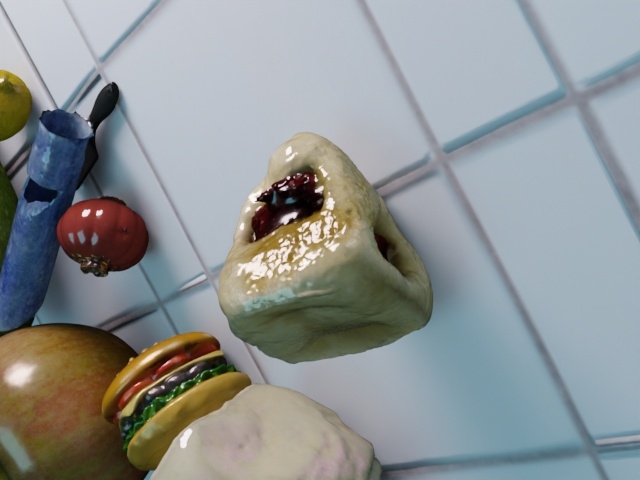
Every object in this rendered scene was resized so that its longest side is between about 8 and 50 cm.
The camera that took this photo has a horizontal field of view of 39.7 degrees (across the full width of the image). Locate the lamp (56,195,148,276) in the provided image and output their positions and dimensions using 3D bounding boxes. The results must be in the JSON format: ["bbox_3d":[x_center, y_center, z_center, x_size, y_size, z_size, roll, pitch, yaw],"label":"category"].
[{"bbox_3d":[-0.243,-0.005,0.990,0.101,0.090,0.101,7,153,4],"label":"lamp"}]

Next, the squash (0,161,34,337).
[{"bbox_3d":[-0.490,0.035,1.153,0.310,0.310,0.309,-10,119,50],"label":"squash"}]

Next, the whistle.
[{"bbox_3d":[-0.327,-0.011,1.029,0.062,0.062,0.304,42,125,22],"label":"whistle"}]

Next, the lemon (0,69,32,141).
[{"bbox_3d":[-0.386,-0.161,1.058,0.110,0.082,0.082,-29,90,51],"label":"lemon"}]

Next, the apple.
[{"bbox_3d":[-0.315,0.222,1.098,0.256,0.234,0.257,24,126,38],"label":"apple"}]

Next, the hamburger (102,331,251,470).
[{"bbox_3d":[-0.153,0.174,0.957,0.115,0.162,0.162,51,141,22],"label":"hamburger"}]

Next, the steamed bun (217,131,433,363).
[{"bbox_3d":[0.000,0.000,0.689,0.140,0.172,0.155,-17,65,18],"label":"steamed bun"}]

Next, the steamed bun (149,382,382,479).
[{"bbox_3d":[-0.041,0.291,0.837,0.206,0.275,0.320,29,169,18],"label":"steamed bun"}]

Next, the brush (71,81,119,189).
[{"bbox_3d":[-0.262,-0.122,1.000,0.063,0.016,0.193,57,142,4],"label":"brush"}]
